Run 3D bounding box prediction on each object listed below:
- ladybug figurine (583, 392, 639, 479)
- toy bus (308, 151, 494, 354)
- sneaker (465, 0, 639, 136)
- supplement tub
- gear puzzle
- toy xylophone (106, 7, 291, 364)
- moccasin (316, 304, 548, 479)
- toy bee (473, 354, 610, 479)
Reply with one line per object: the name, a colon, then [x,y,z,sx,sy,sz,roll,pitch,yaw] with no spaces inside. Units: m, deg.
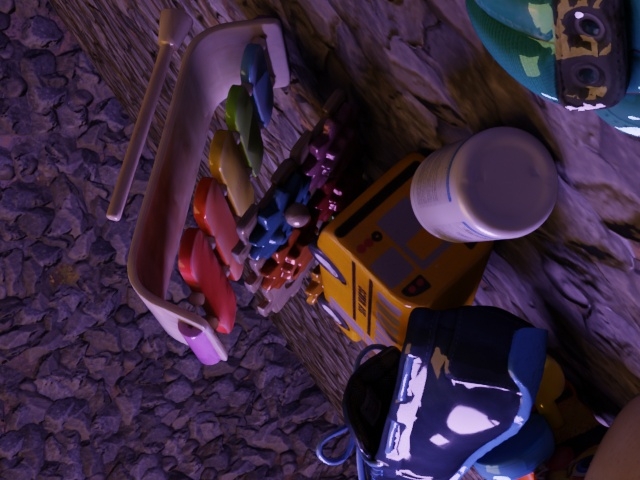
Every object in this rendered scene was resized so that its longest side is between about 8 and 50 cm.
ladybug figurine: [0.304,0.270,0.582,0.449,0.162,0.305,43,167,43]
toy bus: [0.073,0.034,0.983,0.130,0.108,0.333,45,169,15]
sneaker: [0.105,-0.101,0.257,0.178,0.123,0.295,63,173,-31]
supplement tub: [0.105,-0.034,0.691,0.071,0.071,0.107,53,171,-6]
gear puzzle: [0.000,0.000,1.033,0.044,0.175,0.339,31,165,15]
toy xylophone: [-0.103,-0.059,0.936,0.081,0.323,0.236,9,168,8]
moccasin: [0.075,0.129,0.867,0.116,0.138,0.342,20,144,-3]
toy bee: [0.216,0.195,0.854,0.195,0.162,0.298,57,-163,-36]
